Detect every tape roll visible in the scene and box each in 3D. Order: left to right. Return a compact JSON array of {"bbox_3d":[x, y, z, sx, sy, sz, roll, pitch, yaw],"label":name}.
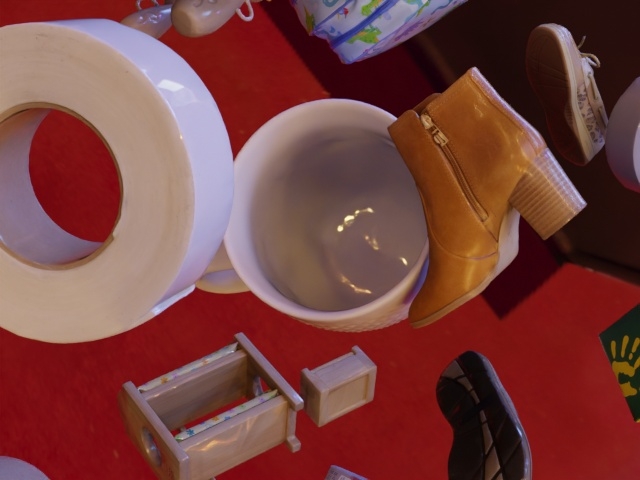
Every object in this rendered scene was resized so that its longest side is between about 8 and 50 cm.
[{"bbox_3d":[-0.223,-0.054,1.020,0.286,0.100,0.286,4,103,15],"label":"tape roll"},{"bbox_3d":[0.588,-0.179,1.917,0.219,0.072,0.219,-10,112,-25],"label":"tape roll"}]

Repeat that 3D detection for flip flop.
[{"bbox_3d":[0.211,0.249,1.421,0.112,0.277,0.080,-38,119,16],"label":"flip flop"}]

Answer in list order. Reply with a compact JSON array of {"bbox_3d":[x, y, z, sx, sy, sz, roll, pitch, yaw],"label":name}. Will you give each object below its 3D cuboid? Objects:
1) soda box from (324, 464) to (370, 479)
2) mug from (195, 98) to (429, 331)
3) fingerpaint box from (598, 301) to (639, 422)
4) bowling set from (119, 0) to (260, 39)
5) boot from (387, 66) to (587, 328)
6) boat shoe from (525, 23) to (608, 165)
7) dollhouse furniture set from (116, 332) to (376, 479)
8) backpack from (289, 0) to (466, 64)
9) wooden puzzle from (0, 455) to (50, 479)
[{"bbox_3d":[0.006,0.347,1.037,0.092,0.083,0.263,37,75,-53],"label":"soda box"},{"bbox_3d":[0.000,0.000,1.529,0.374,0.328,0.276,-15,77,11],"label":"mug"},{"bbox_3d":[0.708,0.110,1.685,0.445,0.371,0.163,1,56,-30],"label":"fingerpaint box"},{"bbox_3d":[-0.227,-0.324,1.413,0.287,0.200,0.154,46,47,2],"label":"bowling set"},{"bbox_3d":[0.143,-0.046,1.299,0.211,0.295,0.104,49,41,5],"label":"boot"},{"bbox_3d":[0.424,-0.258,1.923,0.089,0.104,0.285,-38,133,-14],"label":"boat shoe"},{"bbox_3d":[-0.062,0.164,0.944,0.182,0.101,0.161,-22,136,-28],"label":"dollhouse furniture set"},{"bbox_3d":[0.097,-0.397,1.643,0.355,0.290,0.273,-6,75,-54],"label":"backpack"},{"bbox_3d":[-0.100,0.252,0.519,0.080,0.322,0.348,-43,86,-4],"label":"wooden puzzle"}]
